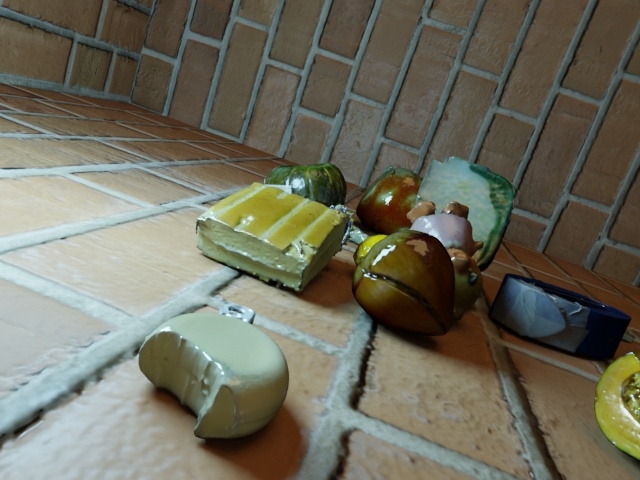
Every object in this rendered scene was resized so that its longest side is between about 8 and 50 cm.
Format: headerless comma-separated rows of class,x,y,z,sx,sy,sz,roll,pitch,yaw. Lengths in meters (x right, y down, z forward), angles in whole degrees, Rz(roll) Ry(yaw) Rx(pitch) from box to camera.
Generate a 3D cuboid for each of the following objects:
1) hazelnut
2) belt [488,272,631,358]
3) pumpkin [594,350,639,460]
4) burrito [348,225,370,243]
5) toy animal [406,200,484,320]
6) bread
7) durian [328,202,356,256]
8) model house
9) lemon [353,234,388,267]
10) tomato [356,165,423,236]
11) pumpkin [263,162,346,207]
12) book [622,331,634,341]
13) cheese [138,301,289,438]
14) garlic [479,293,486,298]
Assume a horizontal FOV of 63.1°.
hazelnut,0.166,0.087,0.958,0.208,0.208,0.208,18,13,-4
belt,0.584,0.184,1.264,0.347,0.117,0.212,16,12,-19
pumpkin,0.503,0.290,0.736,0.131,0.126,0.248,22,30,-22
burrito,0.081,-0.031,1.584,0.188,0.044,0.058,28,9,41
toy animal,0.270,0.050,1.148,0.196,0.169,0.281,0,42,-2
bread,-0.089,-0.013,1.040,0.239,0.110,0.246,20,28,16
durian,0.000,0.000,1.210,0.187,0.118,0.108,-21,-17,2
model house,0.359,-0.030,1.444,0.244,0.298,0.284,23,-23,8
lemon,0.138,0.043,1.216,0.114,0.114,0.155,28,19,35
tomato,0.281,-0.127,1.829,0.304,0.238,0.303,22,12,-5
pumpkin,-0.042,-0.135,1.568,0.261,0.189,0.260,-4,11,1
book,0.813,0.225,1.624,0.215,0.025,0.282,21,11,2
cheese,-0.095,0.132,0.607,0.164,0.070,0.249,22,13,14
garlic,0.333,0.131,1.257,0.152,0.066,0.084,-7,56,-55
